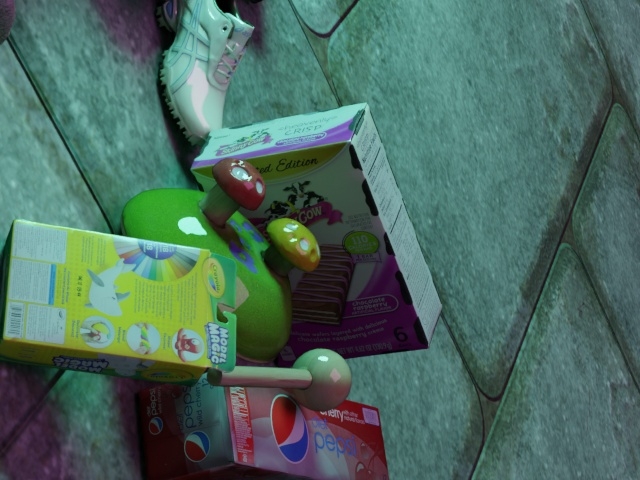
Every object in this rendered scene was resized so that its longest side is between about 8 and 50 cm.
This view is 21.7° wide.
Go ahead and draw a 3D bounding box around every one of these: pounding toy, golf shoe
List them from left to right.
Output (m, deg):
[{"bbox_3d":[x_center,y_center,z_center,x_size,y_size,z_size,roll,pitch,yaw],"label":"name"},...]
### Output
[{"bbox_3d":[-0.101,-0.173,1.546,0.069,0.086,0.176,19,60,-60],"label":"golf shoe"},{"bbox_3d":[-0.054,0.019,1.394,0.183,0.110,0.237,25,26,-52],"label":"pounding toy"}]

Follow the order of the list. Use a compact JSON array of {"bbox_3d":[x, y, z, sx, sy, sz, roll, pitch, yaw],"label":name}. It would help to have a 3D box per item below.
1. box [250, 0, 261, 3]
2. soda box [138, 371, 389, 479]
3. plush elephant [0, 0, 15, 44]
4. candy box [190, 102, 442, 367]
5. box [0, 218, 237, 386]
[{"bbox_3d":[-0.134,-0.411,1.647,0.322,0.058,0.232,34,47,-49],"label":"box"},{"bbox_3d":[-0.044,0.177,1.447,0.263,0.092,0.083,23,54,-56],"label":"soda box"},{"bbox_3d":[-0.208,-0.299,1.216,0.330,0.272,0.255,-12,73,-26],"label":"plush elephant"},{"bbox_3d":[0.000,0.000,1.525,0.071,0.159,0.233,-67,141,-52],"label":"candy box"},{"bbox_3d":[-0.151,0.049,1.264,0.179,0.043,0.105,9,60,-16],"label":"box"}]
